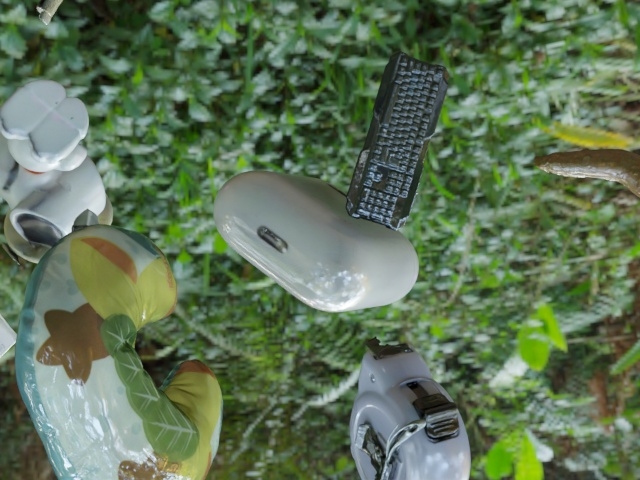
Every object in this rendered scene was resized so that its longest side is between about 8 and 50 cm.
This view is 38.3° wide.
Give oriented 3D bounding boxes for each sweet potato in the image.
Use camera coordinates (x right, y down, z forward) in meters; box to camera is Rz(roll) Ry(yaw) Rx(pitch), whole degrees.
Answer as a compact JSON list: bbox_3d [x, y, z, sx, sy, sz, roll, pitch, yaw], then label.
[{"bbox_3d":[0.324,-0.068,0.974,0.214,0.050,0.050,21,169,28],"label":"sweet potato"}]

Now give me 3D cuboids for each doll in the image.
[{"bbox_3d":[-0.317,-0.068,1.069,0.208,0.144,0.271,49,152,-21],"label":"doll"}]

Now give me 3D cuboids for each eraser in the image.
[{"bbox_3d":[-0.210,0.022,0.807,0.019,0.099,0.027,-3,164,11],"label":"eraser"}]

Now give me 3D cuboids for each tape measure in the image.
[{"bbox_3d":[0.099,0.244,1.118,0.105,0.178,0.196,-8,119,-29],"label":"tape measure"}]

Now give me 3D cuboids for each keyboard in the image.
[{"bbox_3d":[0.119,-0.151,1.404,0.106,0.262,0.016,17,180,-12],"label":"keyboard"}]

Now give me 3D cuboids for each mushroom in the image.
[{"bbox_3d":[-0.410,-0.424,1.539,0.060,0.187,0.061,35,156,9],"label":"mushroom"}]

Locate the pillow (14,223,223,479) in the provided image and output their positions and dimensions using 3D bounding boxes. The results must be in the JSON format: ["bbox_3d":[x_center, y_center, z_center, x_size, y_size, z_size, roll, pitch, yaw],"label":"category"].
[{"bbox_3d":[-0.149,0.101,0.712,0.086,0.233,0.214,-16,-166,19],"label":"pillow"}]

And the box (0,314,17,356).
[{"bbox_3d":[-0.546,0.204,1.104,0.200,0.343,0.065,8,139,44],"label":"box"}]

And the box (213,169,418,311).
[{"bbox_3d":[0.001,-0.001,1.488,0.289,0.141,0.349,35,-167,20],"label":"box"}]
